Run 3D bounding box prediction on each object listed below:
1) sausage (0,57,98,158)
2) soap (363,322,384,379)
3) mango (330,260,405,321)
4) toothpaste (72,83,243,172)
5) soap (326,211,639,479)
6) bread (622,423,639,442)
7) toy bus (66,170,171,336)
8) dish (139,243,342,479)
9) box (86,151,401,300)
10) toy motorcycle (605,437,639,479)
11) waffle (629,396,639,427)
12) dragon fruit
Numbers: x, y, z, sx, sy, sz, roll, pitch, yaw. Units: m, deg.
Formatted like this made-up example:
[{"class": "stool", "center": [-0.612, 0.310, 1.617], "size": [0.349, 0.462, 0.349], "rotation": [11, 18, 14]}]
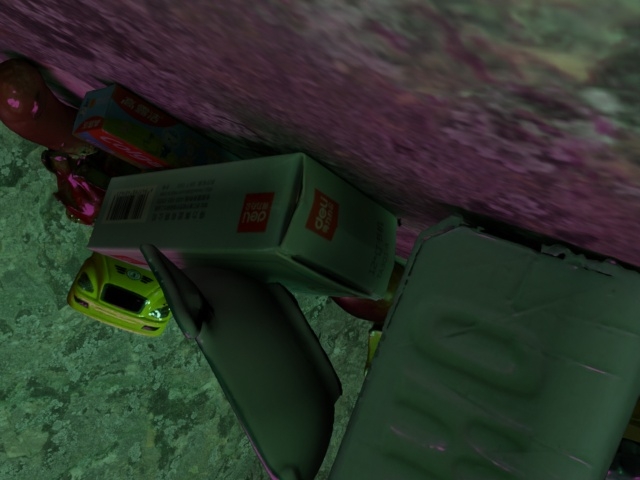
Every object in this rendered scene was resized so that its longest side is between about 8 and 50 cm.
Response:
[{"class": "sausage", "center": [-0.321, -0.145, 0.688], "size": [0.078, 0.078, 0.304], "rotation": [25, 177, -7]}, {"class": "soap", "center": [0.224, 0.201, 1.030], "size": [0.281, 0.143, 0.259], "rotation": [6, 179, 9]}, {"class": "mango", "center": [0.092, 0.078, 0.953], "size": [0.133, 0.111, 0.267], "rotation": [1, 175, 23]}, {"class": "toothpaste", "center": [-0.121, -0.077, 0.535], "size": [0.070, 0.044, 0.193], "rotation": [2, 163, 39]}, {"class": "soap", "center": [0.098, 0.124, 0.365], "size": [0.150, 0.261, 0.094], "rotation": [22, -175, 25]}, {"class": "bread", "center": [0.455, 0.335, 0.812], "size": [0.270, 0.211, 0.315], "rotation": [23, -147, -59]}, {"class": "toy bus", "center": [-0.267, -0.004, 0.899], "size": [0.145, 0.151, 0.331], "rotation": [25, -156, -16]}, {"class": "dish", "center": [-0.044, 0.085, 0.437], "size": [0.224, 0.078, 0.246], "rotation": [51, 164, 37]}, {"class": "box", "center": [-0.074, -0.005, 0.513], "size": [0.269, 0.079, 0.135], "rotation": [0, 161, 41]}, {"class": "toy motorcycle", "center": [0.400, 0.299, 0.514], "size": [0.416, 0.172, 0.232], "rotation": [13, 136, 13]}, {"class": "waffle", "center": [0.232, 0.110, 0.621], "size": [0.329, 0.062, 0.329], "rotation": [32, 177, 2]}, {"class": "dragon fruit", "center": [-0.394, -0.113, 1.091], "size": [0.200, 0.198, 0.269], "rotation": [-6, 160, -12]}]
